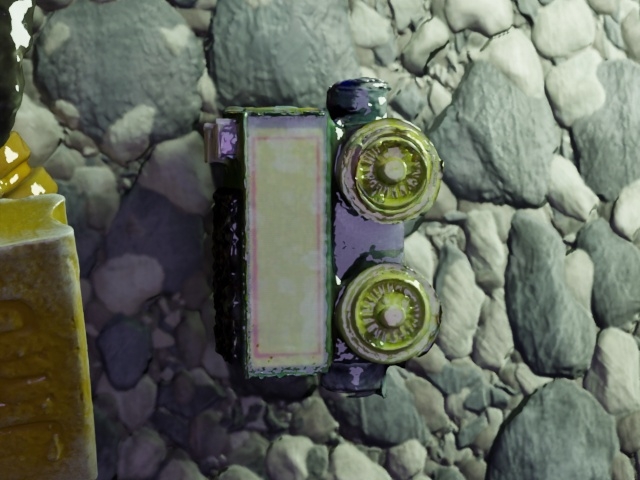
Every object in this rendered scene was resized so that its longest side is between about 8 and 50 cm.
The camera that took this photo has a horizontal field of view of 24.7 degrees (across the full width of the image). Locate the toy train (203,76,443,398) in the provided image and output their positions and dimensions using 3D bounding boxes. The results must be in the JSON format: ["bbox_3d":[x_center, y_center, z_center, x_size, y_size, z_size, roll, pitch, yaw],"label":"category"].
[{"bbox_3d":[0.000,0.000,1.173,0.177,0.134,0.260,-2,95,-11],"label":"toy train"}]

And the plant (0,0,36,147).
[{"bbox_3d":[-0.356,-0.146,0.928,0.321,0.194,0.181,15,82,-31],"label":"plant"}]

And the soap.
[{"bbox_3d":[-0.242,0.085,1.071,0.140,0.073,0.232,-10,125,-16],"label":"soap"}]

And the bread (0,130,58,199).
[{"bbox_3d":[-0.278,-0.053,1.092,0.119,0.084,0.177,-37,102,-14],"label":"bread"}]
